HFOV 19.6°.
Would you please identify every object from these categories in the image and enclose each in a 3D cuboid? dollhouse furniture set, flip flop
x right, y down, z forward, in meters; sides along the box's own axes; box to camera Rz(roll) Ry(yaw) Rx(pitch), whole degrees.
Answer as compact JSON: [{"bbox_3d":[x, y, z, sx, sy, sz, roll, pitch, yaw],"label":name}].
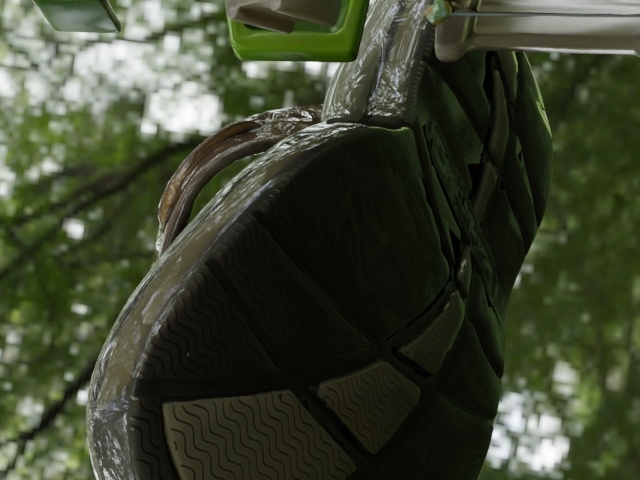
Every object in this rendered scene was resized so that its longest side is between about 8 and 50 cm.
[{"bbox_3d":[0.013,-0.075,0.414,0.076,0.151,0.059,66,-154,-83],"label":"dollhouse furniture set"},{"bbox_3d":[0.000,0.000,0.509,0.277,0.080,0.112,-63,-43,-55],"label":"flip flop"}]
